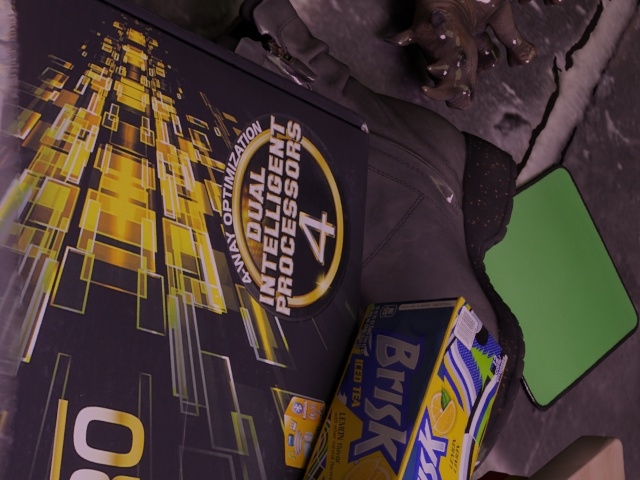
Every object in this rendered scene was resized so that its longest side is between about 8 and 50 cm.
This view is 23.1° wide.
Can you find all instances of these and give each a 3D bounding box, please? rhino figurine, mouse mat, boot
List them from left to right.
[{"bbox_3d":[0.000,0.000,0.926,0.223,0.118,0.338,33,31,-19],"label":"boot"},{"bbox_3d":[0.116,-0.179,1.193,0.106,0.073,0.243,53,43,-21],"label":"rhino figurine"},{"bbox_3d":[0.179,0.032,1.211,0.190,0.007,0.152,-29,94,-49],"label":"mouse mat"}]

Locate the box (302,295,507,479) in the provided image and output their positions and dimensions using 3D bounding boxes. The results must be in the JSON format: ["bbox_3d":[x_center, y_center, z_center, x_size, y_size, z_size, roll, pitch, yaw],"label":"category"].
[{"bbox_3d":[0.034,0.109,0.746,0.054,0.059,0.169,52,47,-36],"label":"box"}]

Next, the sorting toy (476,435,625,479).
[{"bbox_3d":[0.086,0.267,0.883,0.255,0.089,0.257,-23,111,-54],"label":"sorting toy"}]

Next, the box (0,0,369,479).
[{"bbox_3d":[-0.114,0.091,0.682,0.318,0.097,0.394,21,68,-47],"label":"box"}]
